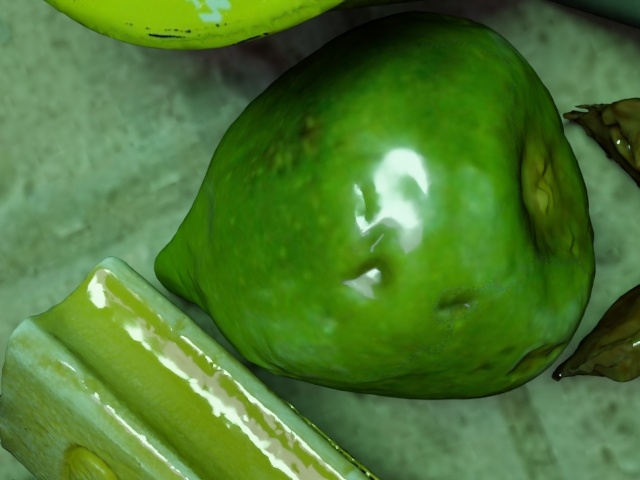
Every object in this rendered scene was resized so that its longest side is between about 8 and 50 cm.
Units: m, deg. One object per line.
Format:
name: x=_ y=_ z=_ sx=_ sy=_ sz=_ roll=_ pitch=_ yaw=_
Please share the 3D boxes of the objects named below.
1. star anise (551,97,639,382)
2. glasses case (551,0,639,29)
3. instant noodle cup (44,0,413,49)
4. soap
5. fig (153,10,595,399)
star anise: x=0.256 y=-0.038 z=0.517 sx=0.237 sy=0.148 sz=0.346 roll=48 pitch=126 yaw=13
glasses case: x=0.181 y=-0.144 z=0.525 sx=0.042 sy=0.190 sz=0.072 roll=37 pitch=92 yaw=-37
instant noodle cup: x=0.018 y=-0.245 z=0.455 sx=0.325 sy=0.254 sz=0.326 roll=6 pitch=100 yaw=34
soap: x=-0.052 y=0.151 z=0.565 sx=0.274 sy=0.173 sz=0.089 roll=39 pitch=55 yaw=10
fig: x=0.000 y=0.000 z=0.553 sx=0.275 sy=0.206 sz=0.206 roll=-11 pitch=92 yaw=34
